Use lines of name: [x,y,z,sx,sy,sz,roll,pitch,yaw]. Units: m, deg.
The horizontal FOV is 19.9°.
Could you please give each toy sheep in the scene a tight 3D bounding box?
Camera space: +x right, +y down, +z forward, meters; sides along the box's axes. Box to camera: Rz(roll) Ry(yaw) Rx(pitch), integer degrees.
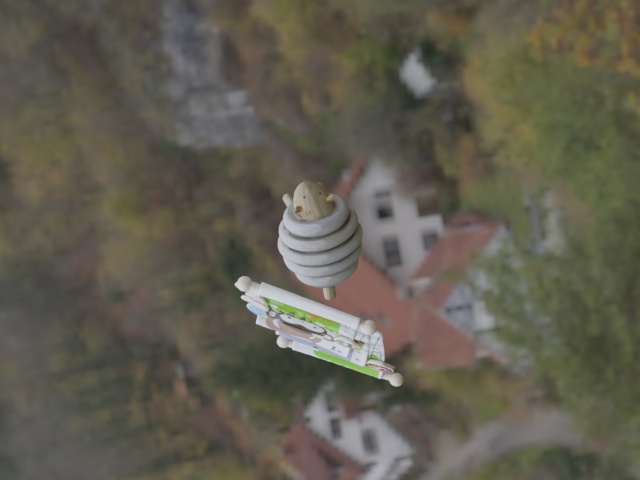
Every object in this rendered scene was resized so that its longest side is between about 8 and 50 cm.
toy sheep: [0.000,0.000,1.754,0.091,0.091,0.132,-116,8,-57]

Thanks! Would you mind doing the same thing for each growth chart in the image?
growth chart: [-0.003,0.095,1.940,0.237,0.172,0.021,66,-138,-70]
